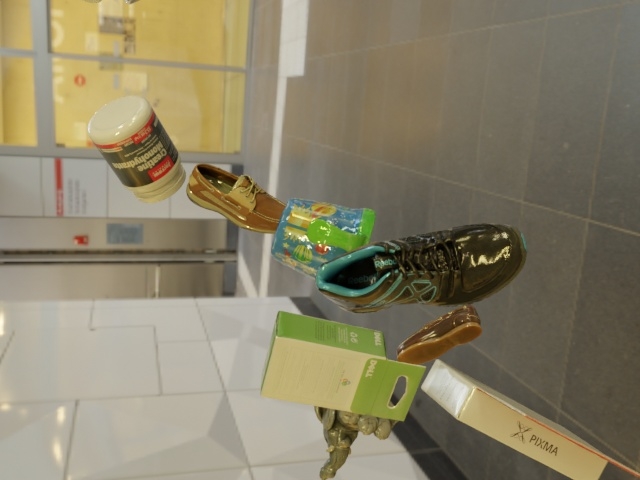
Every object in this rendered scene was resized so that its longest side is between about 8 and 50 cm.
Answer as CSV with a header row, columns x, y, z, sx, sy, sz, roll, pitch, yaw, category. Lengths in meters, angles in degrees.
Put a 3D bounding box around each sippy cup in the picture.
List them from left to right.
x,y,z,sx,sy,sz,roll,pitch,yaw,category
0.000,0.000,1.648,0.305,0.224,0.240,110,178,-48,sippy cup

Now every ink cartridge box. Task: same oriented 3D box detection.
x,y,z,sx,sy,sz,roll,pitch,yaw,category
0.029,0.177,0.905,0.062,0.209,0.108,-90,13,-61,ink cartridge box
0.338,0.308,1.019,0.066,0.296,0.261,-61,17,-2,ink cartridge box

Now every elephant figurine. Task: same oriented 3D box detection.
x,y,z,sx,sy,sz,roll,pitch,yaw,category
0.059,0.433,1.567,0.169,0.186,0.239,47,132,-1,elephant figurine

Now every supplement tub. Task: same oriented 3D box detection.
x,y,z,sx,sy,sz,roll,pitch,yaw,category
-0.521,-0.259,1.868,0.191,0.191,0.272,-107,-5,-46,supplement tub

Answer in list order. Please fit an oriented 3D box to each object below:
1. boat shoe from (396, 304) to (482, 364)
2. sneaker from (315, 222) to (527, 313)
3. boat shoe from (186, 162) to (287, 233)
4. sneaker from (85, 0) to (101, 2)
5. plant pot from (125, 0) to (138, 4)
x,y,z,sx,sy,sz,roll,pitch,yaw,category
0.261,0.211,1.446,0.207,0.073,0.073,-27,41,20,boat shoe
0.156,0.050,1.039,0.140,0.341,0.125,27,-131,-63,sneaker
-0.227,-0.122,1.837,0.119,0.324,0.122,108,-177,-46,boat shoe
-0.659,-0.742,1.720,0.094,0.256,0.151,-46,14,34,sneaker
-0.187,-0.436,0.720,0.284,0.191,0.284,59,167,23,plant pot
